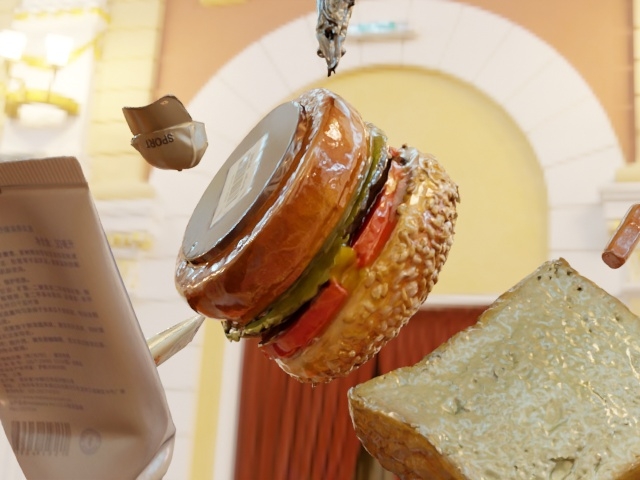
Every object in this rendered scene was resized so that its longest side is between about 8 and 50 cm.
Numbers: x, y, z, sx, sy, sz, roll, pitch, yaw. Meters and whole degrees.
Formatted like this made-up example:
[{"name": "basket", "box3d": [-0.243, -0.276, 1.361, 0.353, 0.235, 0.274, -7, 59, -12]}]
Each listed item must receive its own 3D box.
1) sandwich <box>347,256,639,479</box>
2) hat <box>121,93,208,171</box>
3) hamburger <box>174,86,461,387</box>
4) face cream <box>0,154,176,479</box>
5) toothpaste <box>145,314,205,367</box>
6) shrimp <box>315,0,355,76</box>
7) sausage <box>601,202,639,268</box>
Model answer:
[{"name": "sandwich", "box3d": [0.185, 0.144, 1.025, 0.251, 0.226, 0.087, -33, -30, -24]}, {"name": "hat", "box3d": [-0.296, -0.190, 2.223, 0.147, 0.085, 0.175, -16, -27, 9]}, {"name": "hamburger", "box3d": [0.000, 0.000, 1.442, 0.250, 0.330, 0.330, 35, -29, -20]}, {"name": "face cream", "box3d": [-0.270, 0.112, 1.223, 0.235, 0.137, 0.420, -3, -60, 27]}, {"name": "toothpaste", "box3d": [-0.260, 0.171, 1.613, 0.058, 0.056, 0.314, -1, 18, 38]}, {"name": "shrimp", "box3d": [0.012, -0.332, 1.383, 0.051, 0.262, 0.198, 3, -24, 12]}, {"name": "sausage", "box3d": [0.478, -0.010, 1.892, 0.041, 0.131, 0.039, 34, -33, 8]}]
